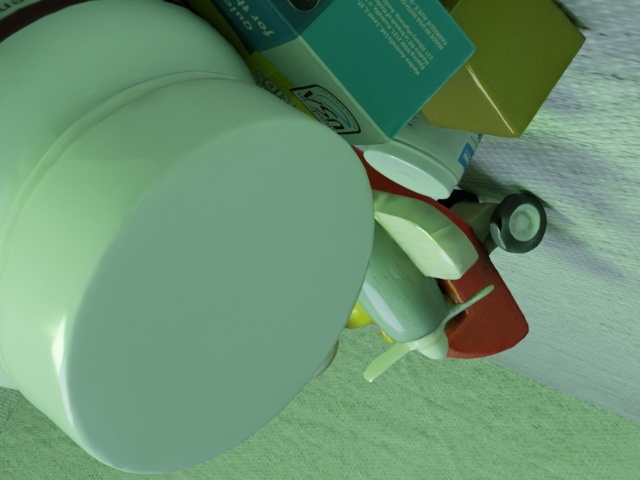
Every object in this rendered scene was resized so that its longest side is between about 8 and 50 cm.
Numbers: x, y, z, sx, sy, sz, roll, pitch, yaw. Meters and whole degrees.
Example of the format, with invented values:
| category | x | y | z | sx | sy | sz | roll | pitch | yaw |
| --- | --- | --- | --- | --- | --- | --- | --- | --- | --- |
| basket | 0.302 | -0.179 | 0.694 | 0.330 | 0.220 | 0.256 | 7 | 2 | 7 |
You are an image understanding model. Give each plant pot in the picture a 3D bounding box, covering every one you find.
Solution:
| category | x | y | z | sx | sy | sz | roll | pitch | yaw |
| --- | --- | --- | --- | --- | --- | --- | --- | --- | --- |
| plant pot | 0.092 | -0.122 | 0.638 | 0.081 | 0.081 | 0.083 | 18 | 158 | 51 |

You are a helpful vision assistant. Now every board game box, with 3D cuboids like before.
| category | x | y | z | sx | sy | sz | roll | pitch | yaw |
| --- | --- | --- | --- | --- | --- | --- | --- | --- | --- |
| board game box | -0.088 | -0.171 | 0.663 | 0.254 | 0.079 | 0.336 | 47 | 165 | -18 |

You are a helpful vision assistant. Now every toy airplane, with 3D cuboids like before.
| category | x | y | z | sx | sy | sz | roll | pitch | yaw |
| --- | --- | --- | --- | --- | --- | --- | --- | --- | --- |
| toy airplane | 0.000 | 0.000 | 1.015 | 0.384 | 0.272 | 0.386 | 25 | 172 | 21 |

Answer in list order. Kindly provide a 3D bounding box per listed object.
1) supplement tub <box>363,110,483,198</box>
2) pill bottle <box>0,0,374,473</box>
| category | x | y | z | sx | sy | sz | roll | pitch | yaw |
| --- | --- | --- | --- | --- | --- | --- | --- | --- | --- |
| supplement tub | 0.084 | -0.091 | 0.743 | 0.071 | 0.107 | 0.071 | 26 | 172 | 4 |
| pill bottle | -0.172 | -0.056 | 0.603 | 0.392 | 0.224 | 0.224 | 33 | 177 | 35 |
